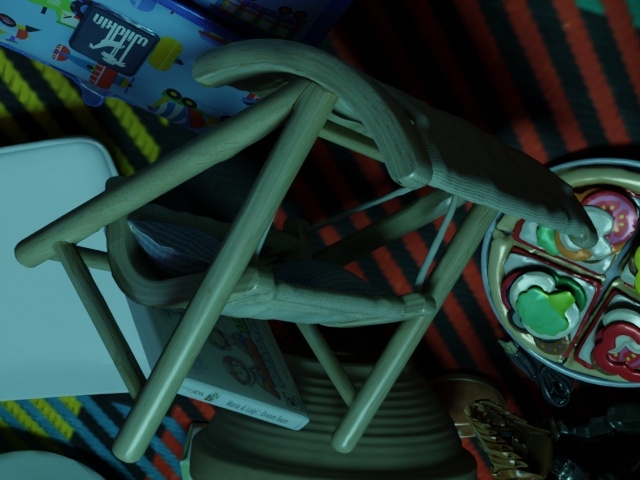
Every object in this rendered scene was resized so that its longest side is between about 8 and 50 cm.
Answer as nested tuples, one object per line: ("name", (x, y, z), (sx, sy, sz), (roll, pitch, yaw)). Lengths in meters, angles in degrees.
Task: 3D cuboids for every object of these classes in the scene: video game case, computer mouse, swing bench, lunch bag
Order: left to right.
("lunch bag", (-0.103, -0.181, 0.709), (0.221, 0.138, 0.293), (22, 144, -15))
("video game case", (-0.084, 0.061, 0.858), (0.019, 0.157, 0.143), (-44, 137, 19))
("swing bench", (0.000, 0.000, 0.737), (0.255, 0.165, 0.253), (-44, 151, 19))
("computer mouse", (0.243, 0.069, 0.939), (0.193, 0.042, 0.106), (-25, 119, 33))

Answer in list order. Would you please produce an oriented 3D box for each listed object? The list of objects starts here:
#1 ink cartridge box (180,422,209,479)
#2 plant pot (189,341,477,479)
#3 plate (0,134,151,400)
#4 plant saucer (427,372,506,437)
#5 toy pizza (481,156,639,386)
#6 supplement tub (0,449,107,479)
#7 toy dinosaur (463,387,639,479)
("ink cartridge box", (-0.010, 0.255, 1.133), (0.235, 0.056, 0.171), (4, 133, 6))
("plant pot", (0.014, 0.145, 0.954), (0.237, 0.237, 0.109), (5, 93, 2))
("plate", (-0.261, 0.027, 0.955), (0.277, 0.045, 0.278), (-5, 132, 12))
("plant saucer", (0.125, 0.146, 1.042), (0.083, 0.013, 0.083), (4, 133, 4))
("toy pizza", (0.217, 0.032, 0.871), (0.201, 0.032, 0.201), (11, 123, 17))
("supplement tub", (-0.331, 0.380, 1.158), (0.241, 0.241, 0.331), (25, 130, -16))
("toy dinosaur", (0.236, 0.207, 0.978), (0.322, 0.164, 0.218), (5, 169, -44))
